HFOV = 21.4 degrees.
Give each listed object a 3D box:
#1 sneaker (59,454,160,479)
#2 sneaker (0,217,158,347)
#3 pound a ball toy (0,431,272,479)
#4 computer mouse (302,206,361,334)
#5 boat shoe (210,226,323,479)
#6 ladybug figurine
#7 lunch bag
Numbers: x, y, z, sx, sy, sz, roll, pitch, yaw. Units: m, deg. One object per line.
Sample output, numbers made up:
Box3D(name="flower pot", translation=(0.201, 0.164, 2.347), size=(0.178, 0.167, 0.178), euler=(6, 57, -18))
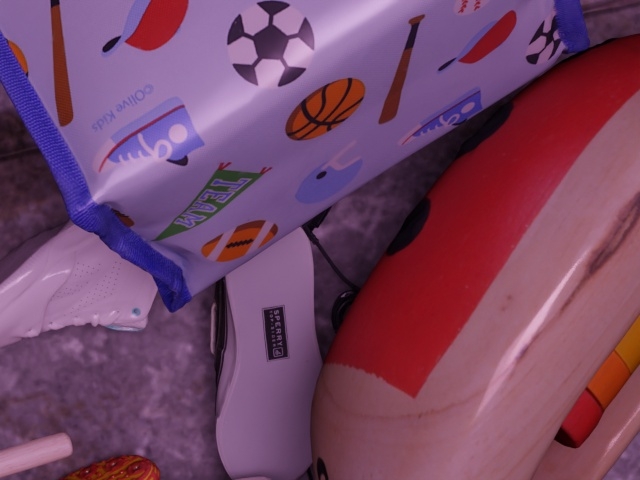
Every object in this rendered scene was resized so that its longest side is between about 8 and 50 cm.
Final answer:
Box3D(name="sneaker", translation=(-0.176, 0.212, 1.163), size=(0.175, 0.064, 0.067), euler=(-39, 116, 2))
Box3D(name="sneaker", translation=(-0.160, 0.033, 1.145), size=(0.212, 0.080, 0.094), euler=(-36, 108, -5))
Box3D(name="pound a ball toy", translation=(-0.161, 0.230, 1.062), size=(0.319, 0.136, 0.208), euler=(-10, 117, -17))
Box3D(name="computer mouse", translation=(0.000, 0.000, 1.181), size=(0.071, 0.041, 0.242), euler=(-37, 103, 5))
Box3D(name="boat shoe", translation=(-0.036, 0.067, 1.154), size=(0.078, 0.070, 0.219), euler=(-3, 116, -11))
Box3D(name="ladybug figurine", translation=(0.146, 0.032, 1.087), size=(0.162, 0.305, 0.449), euler=(34, 76, 24))
Box3D(name="lunch bag", translation=(-0.071, -0.206, 1.054), size=(0.328, 0.239, 0.385), euler=(-33, 67, -2))
